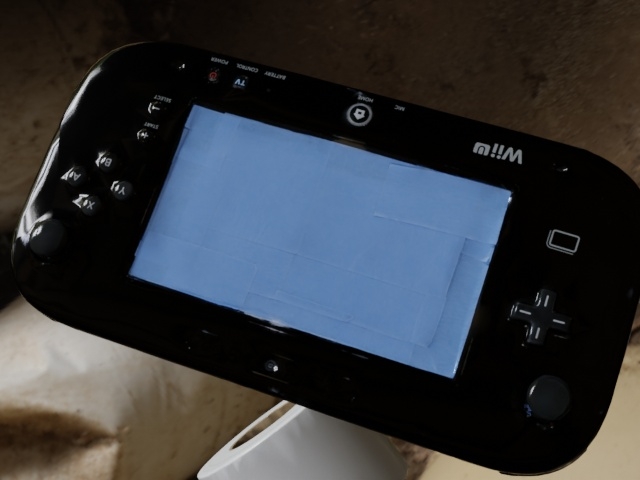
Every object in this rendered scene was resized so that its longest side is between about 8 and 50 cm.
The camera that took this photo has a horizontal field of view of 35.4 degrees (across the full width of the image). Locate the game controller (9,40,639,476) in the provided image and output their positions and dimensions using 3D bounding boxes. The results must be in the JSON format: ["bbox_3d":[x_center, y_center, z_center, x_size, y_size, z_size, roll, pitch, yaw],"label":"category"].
[{"bbox_3d":[0.000,0.000,0.518,0.319,0.067,0.166,17,85,12],"label":"game controller"}]

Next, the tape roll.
[{"bbox_3d":[-0.025,0.318,1.387,0.246,0.246,0.169,-37,90,35],"label":"tape roll"}]
